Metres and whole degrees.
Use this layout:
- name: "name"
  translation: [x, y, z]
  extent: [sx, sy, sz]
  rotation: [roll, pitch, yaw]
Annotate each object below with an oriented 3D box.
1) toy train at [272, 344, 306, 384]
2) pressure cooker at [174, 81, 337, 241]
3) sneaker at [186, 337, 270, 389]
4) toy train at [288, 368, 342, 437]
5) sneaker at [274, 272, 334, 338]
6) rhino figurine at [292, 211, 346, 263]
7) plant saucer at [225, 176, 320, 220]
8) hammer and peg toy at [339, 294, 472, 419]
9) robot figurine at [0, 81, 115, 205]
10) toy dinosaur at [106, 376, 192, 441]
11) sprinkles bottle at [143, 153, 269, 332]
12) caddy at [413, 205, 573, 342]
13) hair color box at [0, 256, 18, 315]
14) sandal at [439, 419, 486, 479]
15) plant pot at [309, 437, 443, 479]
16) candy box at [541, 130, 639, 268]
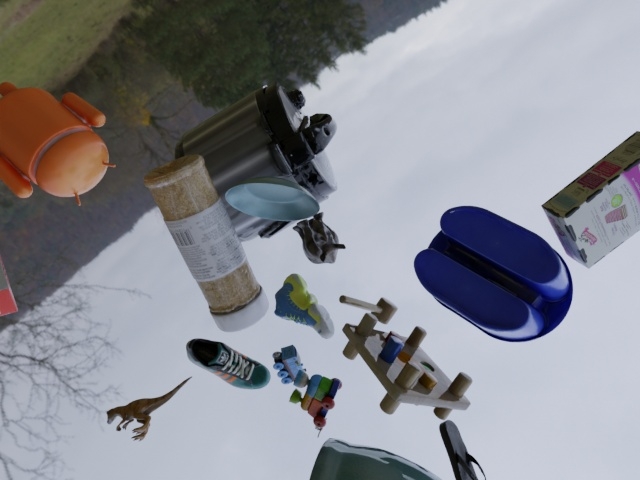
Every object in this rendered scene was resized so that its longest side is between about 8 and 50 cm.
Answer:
- name: "toy train"
  translation: [-0.120, 0.489, 1.856]
  extent: [0.105, 0.184, 0.080]
  rotation: [-17, -143, 4]
- name: "pressure cooker"
  translation: [-0.143, -0.230, 1.340]
  extent: [0.420, 0.375, 0.370]
  rotation: [-28, -121, 12]
- name: "sneaker"
  translation: [-0.307, 0.408, 1.576]
  extent: [0.121, 0.302, 0.108]
  rotation: [109, 2, -65]
- name: "toy train"
  translation: [-0.037, 0.516, 1.495]
  extent: [0.105, 0.143, 0.248]
  rotation: [-54, 166, -59]
- name: "sneaker"
  translation: [-0.056, 0.214, 1.391]
  extent: [0.126, 0.091, 0.240]
  rotation: [-41, -128, 8]
- name: "rhino figurine"
  translation: [0.000, 0.000, 0.980]
  extent: [0.073, 0.106, 0.243]
  rotation: [-26, -179, -8]
- name: "plant saucer"
  translation: [-0.096, -0.091, 0.980]
  extent: [0.195, 0.195, 0.037]
  rotation: [-15, -118, 47]
- name: "hammer and peg toy"
  translation: [0.174, 0.275, 1.180]
  extent: [0.127, 0.266, 0.361]
  rotation: [-61, -144, 14]
- name: "robot figurine"
  translation: [-0.443, -0.157, 0.776]
  extent: [0.158, 0.219, 0.128]
  rotation: [-45, 173, -48]
- name: "toy dinosaur"
  translation: [-0.397, 0.381, 1.077]
  extent: [0.211, 0.064, 0.112]
  rotation: [-19, -130, 1]
- name: "sprinkles bottle"
  translation: [-0.219, 0.012, 0.954]
  extent: [0.121, 0.355, 0.121]
  rotation: [-17, -156, 8]
- name: "caddy"
  translation: [0.379, 0.073, 1.065]
  extent: [0.341, 0.179, 0.241]
  rotation: [35, -87, 33]
- name: "hair color box"
  translation: [-0.487, 0.039, 0.649]
  extent: [0.093, 0.053, 0.167]
  rotation: [-18, -129, -32]
- name: "sandal"
  translation: [0.403, 0.620, 1.310]
  extent: [0.054, 0.097, 0.254]
  rotation: [-39, -124, 29]
- name: "plant pot"
  translation: [0.097, 0.391, 0.548]
  extent: [0.196, 0.293, 0.293]
  rotation: [-2, -146, 13]
- name: "candy box"
  translation: [0.578, -0.078, 0.945]
  extent: [0.233, 0.159, 0.071]
  rotation: [-39, -151, 4]
